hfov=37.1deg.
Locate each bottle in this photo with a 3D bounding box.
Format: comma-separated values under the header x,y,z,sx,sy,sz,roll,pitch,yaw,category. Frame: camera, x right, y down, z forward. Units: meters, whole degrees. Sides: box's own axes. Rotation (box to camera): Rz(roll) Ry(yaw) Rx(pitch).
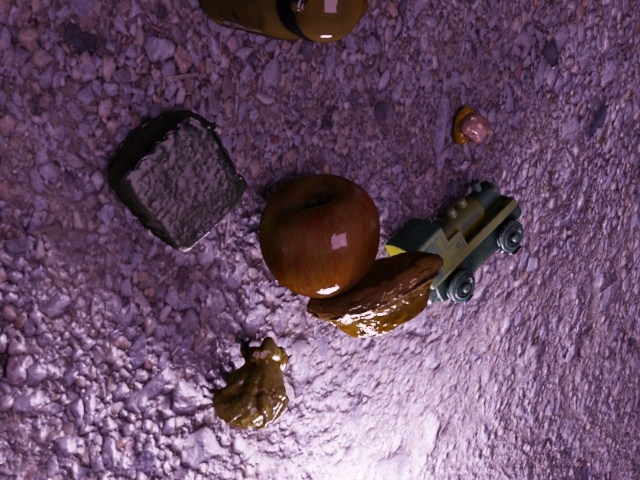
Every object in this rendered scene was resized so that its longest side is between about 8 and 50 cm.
x,y,z,sx,sy,sz,roll,pitch,yaw,category
-0.063,-0.438,1.701,0.171,0.351,0.171,-17,119,-33,bottle

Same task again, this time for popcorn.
x,y,z,sx,sy,sz,roll,pitch,yaw,category
-0.147,0.318,2.097,0.173,0.168,0.195,22,56,-27,popcorn

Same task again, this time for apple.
x,y,z,sx,sy,sz,roll,pitch,yaw,category
0.000,0.000,2.005,0.264,0.264,0.264,-16,118,-34,apple

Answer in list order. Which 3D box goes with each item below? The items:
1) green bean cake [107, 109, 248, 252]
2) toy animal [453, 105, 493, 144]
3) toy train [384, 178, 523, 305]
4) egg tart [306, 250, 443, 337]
x,y,z,sx,sy,sz,roll,pitch,yaw,category
-0.272,-0.121,1.820,0.222,0.125,0.227,-44,128,-14,green bean cake
0.378,-0.266,2.321,0.114,0.082,0.091,31,89,-44,toy animal
0.352,-0.011,2.373,0.369,0.150,0.237,-43,124,-20,toy train
0.133,0.123,2.112,0.341,0.341,0.129,-28,97,-28,egg tart
